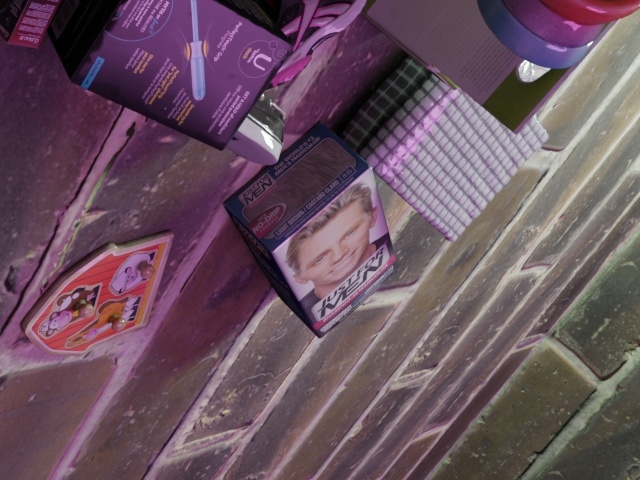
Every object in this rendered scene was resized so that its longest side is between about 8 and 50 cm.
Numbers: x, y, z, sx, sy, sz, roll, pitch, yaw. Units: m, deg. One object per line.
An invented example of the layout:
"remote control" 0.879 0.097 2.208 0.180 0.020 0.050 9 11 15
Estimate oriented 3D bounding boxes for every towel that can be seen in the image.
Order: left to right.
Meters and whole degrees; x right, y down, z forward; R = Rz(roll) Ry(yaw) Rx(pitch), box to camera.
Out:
"towel" 0.178 -0.156 1.382 0.235 0.121 0.284 -49 144 6

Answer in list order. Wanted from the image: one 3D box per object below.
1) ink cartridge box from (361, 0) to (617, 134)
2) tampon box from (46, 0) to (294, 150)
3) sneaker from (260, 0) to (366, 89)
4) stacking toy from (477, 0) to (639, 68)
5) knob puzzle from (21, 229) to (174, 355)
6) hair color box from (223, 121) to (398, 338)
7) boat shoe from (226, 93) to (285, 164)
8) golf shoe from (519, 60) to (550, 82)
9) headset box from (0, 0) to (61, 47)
"ink cartridge box" 0.201 -0.253 1.127 0.189 0.255 0.097 -49 156 10
"tampon box" -0.130 -0.175 0.854 0.161 0.101 0.120 23 113 -40
"sneaker" -0.020 -0.240 1.032 0.178 0.072 0.077 -52 120 -28
"stacking toy" 0.197 -0.326 1.013 0.279 0.309 0.130 -44 176 -38
"knob puzzle" -0.269 0.081 1.193 0.213 0.030 0.213 -35 154 -20
"hair color box" 0.000 0.000 1.397 0.174 0.105 0.347 -42 155 -8
"boat shoe" -0.105 -0.154 1.041 0.219 0.078 0.070 39 63 -58
"golf shoe" 0.301 -0.272 1.490 0.176 0.069 0.086 -38 149 -18
"headset box" -0.235 -0.196 0.769 0.032 0.062 0.083 -3 132 -55
